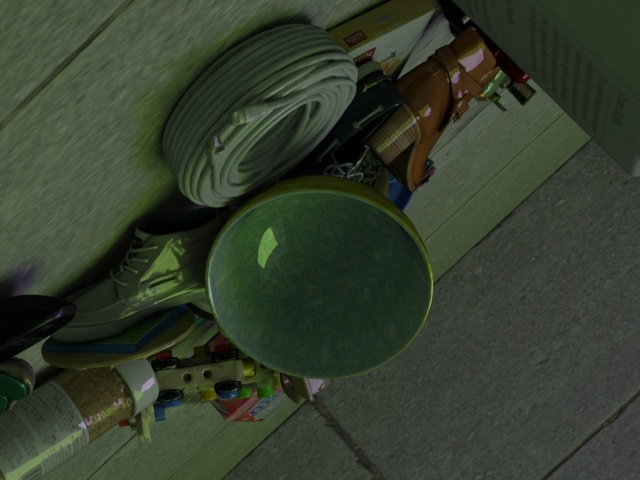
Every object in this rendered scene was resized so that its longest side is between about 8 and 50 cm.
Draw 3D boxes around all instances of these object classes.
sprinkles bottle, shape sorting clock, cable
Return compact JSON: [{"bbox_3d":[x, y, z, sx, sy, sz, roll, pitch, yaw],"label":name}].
[{"bbox_3d":[-0.404,0.274,1.681,0.355,0.121,0.121,-33,164,-32],"label":"sprinkles bottle"},{"bbox_3d":[-0.266,0.127,1.547,0.206,0.040,0.206,-11,-160,4],"label":"shape sorting clock"},{"bbox_3d":[-0.072,-0.144,1.388,0.257,0.089,0.257,-34,165,-31],"label":"cable"}]

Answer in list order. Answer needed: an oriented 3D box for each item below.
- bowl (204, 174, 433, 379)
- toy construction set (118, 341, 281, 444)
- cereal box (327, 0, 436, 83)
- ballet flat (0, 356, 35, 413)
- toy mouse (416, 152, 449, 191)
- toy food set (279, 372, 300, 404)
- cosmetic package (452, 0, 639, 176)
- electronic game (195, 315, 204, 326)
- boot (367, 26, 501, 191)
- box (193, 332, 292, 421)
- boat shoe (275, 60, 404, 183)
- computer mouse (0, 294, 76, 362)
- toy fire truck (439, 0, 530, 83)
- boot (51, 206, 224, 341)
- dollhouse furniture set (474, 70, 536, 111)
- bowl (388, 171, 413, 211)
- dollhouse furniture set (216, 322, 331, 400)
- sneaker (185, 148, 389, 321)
[{"bbox_3d":[0.003,0.023,1.532,0.289,0.289,0.156,-49,-165,26],"label":"bowl"},{"bbox_3d":[-0.212,0.243,2.064,0.328,0.151,0.215,-22,-179,-9],"label":"toy construction set"},{"bbox_3d":[0.045,-0.218,1.570,0.173,0.047,0.240,-33,164,-32],"label":"cereal box"},{"bbox_3d":[-0.370,0.163,1.388,0.168,0.057,0.052,-33,-157,56],"label":"ballet flat"},{"bbox_3d":[0.191,-0.132,2.291,0.143,0.031,0.161,-44,167,11],"label":"toy mouse"},{"bbox_3d":[0.023,0.121,1.983,0.306,0.092,0.219,-61,172,-17],"label":"toy food set"},{"bbox_3d":[0.331,-0.337,1.266,0.327,0.393,0.329,-43,167,3],"label":"cosmetic package"},{"bbox_3d":[-0.215,0.106,1.851,0.229,0.048,0.229,-39,166,-12],"label":"electronic game"},{"bbox_3d":[0.166,-0.193,1.709,0.220,0.109,0.283,-43,158,3],"label":"boot"},{"bbox_3d":[-0.142,0.266,2.351,0.154,0.142,0.300,-43,166,3],"label":"box"},{"bbox_3d":[0.026,-0.125,1.544,0.095,0.079,0.254,-17,154,-50],"label":"boat shoe"},{"bbox_3d":[-0.416,0.126,1.332,0.262,0.060,0.184,-32,172,10],"label":"computer mouse"},{"bbox_3d":[0.319,-0.293,1.682,0.158,0.246,0.217,-43,167,5],"label":"toy fire truck"},{"bbox_3d":[-0.239,0.034,1.516,0.258,0.095,0.123,-21,127,-24],"label":"boot"},{"bbox_3d":[0.354,-0.283,2.219,0.076,0.058,0.152,-49,165,24],"label":"dollhouse furniture set"},{"bbox_3d":[0.000,0.000,2.067,0.391,0.077,0.391,-40,166,-12],"label":"bowl"},{"bbox_3d":[-0.093,0.160,1.787,0.101,0.161,0.182,-29,-156,-29],"label":"dollhouse furniture set"},{"bbox_3d":[-0.035,-0.043,1.719,0.410,0.158,0.182,-37,155,-33],"label":"sneaker"}]
